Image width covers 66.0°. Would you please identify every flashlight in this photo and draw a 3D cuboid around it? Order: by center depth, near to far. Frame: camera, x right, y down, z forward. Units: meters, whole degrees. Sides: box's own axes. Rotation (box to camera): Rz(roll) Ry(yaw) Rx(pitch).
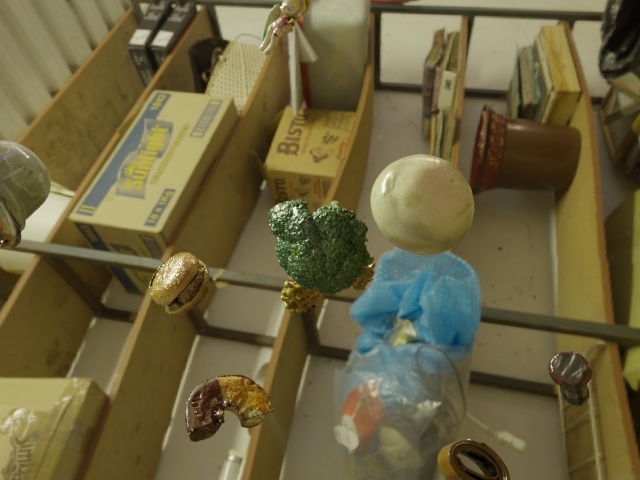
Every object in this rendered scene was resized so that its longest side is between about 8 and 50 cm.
[{"bbox_3d":[0.624,0.345,1.217,0.232,0.093,0.092,45,-132,-48],"label":"flashlight"}]

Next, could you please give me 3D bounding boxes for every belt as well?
[{"bbox_3d":[0.186,0.277,0.602,0.059,0.083,0.036,-64,3,-40],"label":"belt"}]

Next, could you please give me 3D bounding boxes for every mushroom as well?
[{"bbox_3d":[0.238,-0.082,1.174,0.202,0.246,0.245,134,145,-77],"label":"mushroom"}]

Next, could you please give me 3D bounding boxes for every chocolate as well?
[{"bbox_3d":[-0.565,-0.096,0.873,0.147,0.222,0.221,-53,-30,-49],"label":"chocolate"}]

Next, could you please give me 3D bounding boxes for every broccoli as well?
[{"bbox_3d":[0.000,0.000,1.180,0.261,0.269,0.241,53,-147,-11],"label":"broccoli"}]

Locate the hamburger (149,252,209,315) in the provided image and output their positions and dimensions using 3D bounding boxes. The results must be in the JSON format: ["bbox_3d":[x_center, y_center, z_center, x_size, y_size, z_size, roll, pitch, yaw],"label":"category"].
[{"bbox_3d":[-0.411,0.126,1.441,0.118,0.191,0.181,36,-88,-39],"label":"hamburger"}]

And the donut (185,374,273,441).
[{"bbox_3d":[-0.239,0.421,1.243,0.141,0.217,0.085,66,145,38],"label":"donut"}]

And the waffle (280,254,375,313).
[{"bbox_3d":[0.030,0.124,1.406,0.259,0.293,0.069,92,155,-65],"label":"waffle"}]

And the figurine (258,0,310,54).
[{"bbox_3d":[-0.097,-0.575,1.305,0.187,0.083,0.083,-55,-6,12],"label":"figurine"}]
